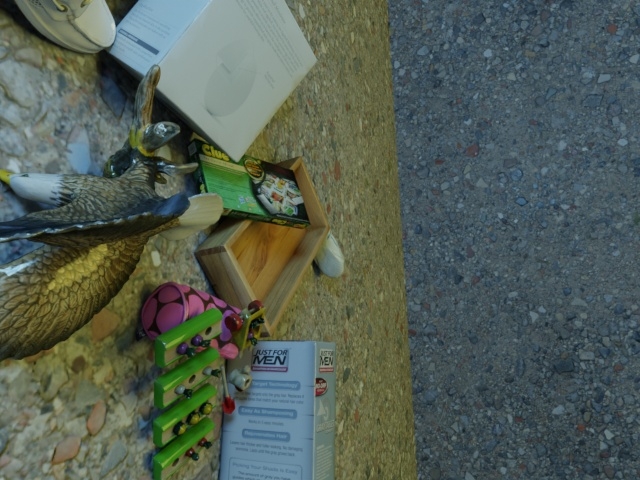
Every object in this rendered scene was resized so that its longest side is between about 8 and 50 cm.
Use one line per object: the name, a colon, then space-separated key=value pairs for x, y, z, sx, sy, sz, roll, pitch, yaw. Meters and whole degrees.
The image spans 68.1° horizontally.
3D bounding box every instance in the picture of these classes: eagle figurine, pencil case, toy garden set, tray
eagle figurine: x=-0.250 y=-0.018 z=0.516 sx=0.298 sy=0.225 sz=0.226 roll=-87 pitch=170 yaw=-46
pencil case: x=-0.189 y=0.138 z=0.756 sx=0.098 sy=0.095 sz=0.209 roll=61 pitch=11 yaw=27
toy garden set: x=-0.157 y=0.218 z=0.721 sx=0.204 sy=0.049 sz=0.244 roll=-26 pitch=130 yaw=-55
tray: x=-0.099 y=-0.006 z=1.011 sx=0.203 sy=0.076 sz=0.411 roll=68 pitch=28 yaw=-24

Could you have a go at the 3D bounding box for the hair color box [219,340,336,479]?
hair color box: x=-0.075 y=0.374 z=0.864 sx=0.113 sy=0.185 sz=0.374 roll=30 pitch=58 yaw=-64

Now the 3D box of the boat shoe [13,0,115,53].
boat shoe: x=-0.285 y=-0.298 z=0.516 sx=0.277 sy=0.096 sz=0.098 roll=68 pitch=23 yaw=-80

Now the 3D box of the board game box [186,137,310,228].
board game box: x=-0.127 y=-0.099 z=0.897 sx=0.260 sy=0.030 sz=0.136 roll=10 pitch=59 yaw=-51

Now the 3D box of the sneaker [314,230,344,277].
sneaker: x=0.000 y=0.000 z=1.295 sx=0.086 sy=0.085 sz=0.237 roll=-110 pitch=177 yaw=-57

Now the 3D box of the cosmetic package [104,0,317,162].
cosmetic package: x=-0.156 y=-0.286 z=0.726 sx=0.224 sy=0.138 sz=0.224 roll=-51 pitch=150 yaw=-3
